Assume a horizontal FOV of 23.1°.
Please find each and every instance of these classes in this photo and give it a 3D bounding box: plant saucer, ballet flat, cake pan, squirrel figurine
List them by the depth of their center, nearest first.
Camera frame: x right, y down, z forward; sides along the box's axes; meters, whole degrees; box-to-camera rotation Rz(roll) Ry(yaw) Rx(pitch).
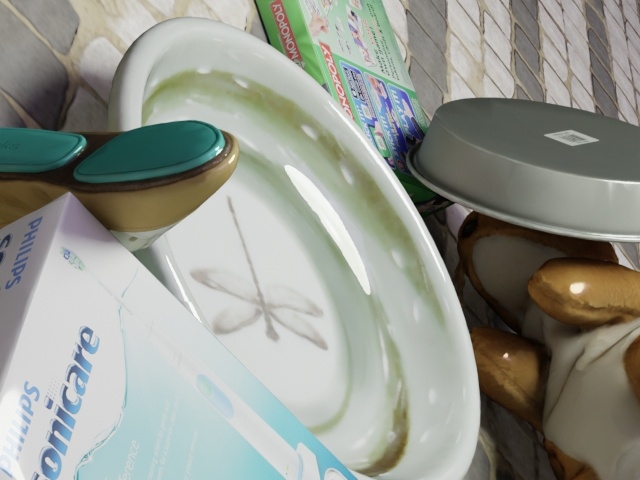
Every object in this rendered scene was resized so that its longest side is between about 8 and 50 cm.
[{"bbox_3d":[-0.127,-0.029,0.925,0.080,0.232,0.073,-43,124,-37],"label":"ballet flat"},{"bbox_3d":[-0.036,0.028,1.158,0.400,0.100,0.400,41,31,-32],"label":"plant saucer"},{"bbox_3d":[0.230,-0.075,1.501,0.293,0.293,0.054,-40,143,-65],"label":"cake pan"},{"bbox_3d":[0.309,0.106,1.558,0.397,0.281,0.370,10,31,-31],"label":"squirrel figurine"}]

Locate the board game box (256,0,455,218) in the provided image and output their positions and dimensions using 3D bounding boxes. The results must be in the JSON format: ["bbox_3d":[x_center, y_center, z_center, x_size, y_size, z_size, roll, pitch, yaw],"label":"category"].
[{"bbox_3d":[0.021,-0.187,1.567,0.213,0.046,0.317,15,52,-57],"label":"board game box"}]

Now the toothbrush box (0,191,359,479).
[{"bbox_3d":[-0.108,0.156,0.872,0.295,0.126,0.216,48,29,-29],"label":"toothbrush box"}]
